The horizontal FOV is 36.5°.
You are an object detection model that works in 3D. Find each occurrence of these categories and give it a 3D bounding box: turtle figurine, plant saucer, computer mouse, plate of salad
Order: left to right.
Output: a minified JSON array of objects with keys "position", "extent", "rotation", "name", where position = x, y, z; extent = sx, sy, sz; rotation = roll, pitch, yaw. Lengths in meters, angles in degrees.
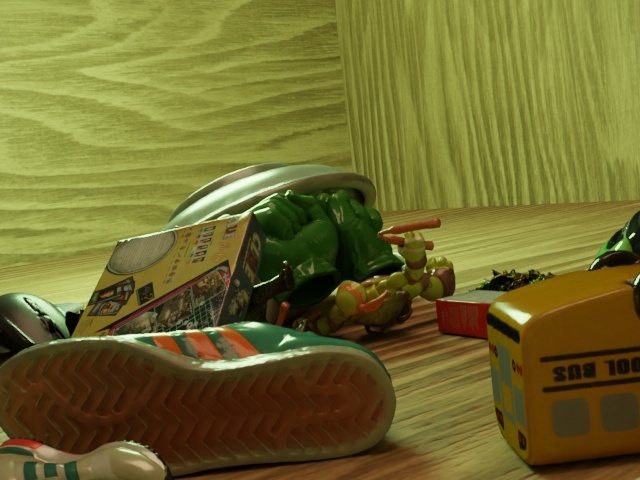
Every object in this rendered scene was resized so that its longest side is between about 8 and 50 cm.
[{"position":[-0.335,0.104,1.266],"extent":[0.184,0.060,0.262],"rotation":[-9,16,-39],"name":"computer mouse"},{"position":[-0.114,-0.020,1.455],"extent":[0.401,0.100,0.400],"rotation":[-24,-16,-7],"name":"plant saucer"},{"position":[0.085,0.061,1.181],"extent":[0.269,0.087,0.217],"rotation":[-40,-19,28],"name":"turtle figurine"},{"position":[0.269,0.062,1.285],"extent":[0.200,0.048,0.200],"rotation":[-7,5,1],"name":"plate of salad"}]

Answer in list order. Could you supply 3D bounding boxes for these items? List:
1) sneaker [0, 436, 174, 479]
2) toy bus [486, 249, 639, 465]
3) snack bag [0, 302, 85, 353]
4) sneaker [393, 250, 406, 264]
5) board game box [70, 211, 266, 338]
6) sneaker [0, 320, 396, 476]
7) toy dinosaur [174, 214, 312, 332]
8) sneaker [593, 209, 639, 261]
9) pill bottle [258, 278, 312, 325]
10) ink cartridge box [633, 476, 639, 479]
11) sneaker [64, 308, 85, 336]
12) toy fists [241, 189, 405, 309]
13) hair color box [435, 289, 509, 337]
[{"position":[-0.168,0.168,0.617],"extent":[0.161,0.057,0.075],"rotation":[-2,23,29],"name":"sneaker"},{"position":[0.293,0.067,0.684],"extent":[0.333,0.130,0.108],"rotation":[-7,4,-3],"name":"toy bus"},{"position":[-0.565,0.144,1.470],"extent":[0.343,0.037,0.323],"rotation":[-6,4,3],"name":"snack bag"},{"position":[0.147,0.039,1.693],"extent":[0.070,0.050,0.134],"rotation":[-14,3,-24],"name":"sneaker"},{"position":[-0.154,0.072,0.948],"extent":[0.165,0.042,0.243],"rotation":[-11,34,17],"name":"board game box"},{"position":[-0.096,0.121,0.764],"extent":[0.302,0.108,0.121],"rotation":[2,4,-2],"name":"sneaker"},{"position":[-0.109,0.102,1.030],"extent":[0.160,0.121,0.313],"rotation":[-7,36,23],"name":"toy dinosaur"},{"position":[0.483,-0.015,0.827],"extent":[0.483,0.185,0.202],"rotation":[-15,-30,-3],"name":"sneaker"},{"position":[-0.068,0.059,1.340],"extent":[0.118,0.117,0.208],"rotation":[-4,6,24],"name":"pill bottle"},{"position":[0.264,0.128,0.369],"extent":[0.296,0.066,0.261],"rotation":[-10,6,-33],"name":"ink cartridge box"},{"position":[-0.216,0.107,1.121],"extent":[0.051,0.089,0.170],"rotation":[-3,6,37],"name":"sneaker"},{"position":[0.000,0.000,1.262],"extent":[0.279,0.142,0.096],"rotation":[-6,-38,-54],"name":"toy fists"},{"position":[0.205,0.085,1.111],"extent":[0.072,0.043,0.141],"rotation":[-9,4,-32],"name":"hair color box"}]
